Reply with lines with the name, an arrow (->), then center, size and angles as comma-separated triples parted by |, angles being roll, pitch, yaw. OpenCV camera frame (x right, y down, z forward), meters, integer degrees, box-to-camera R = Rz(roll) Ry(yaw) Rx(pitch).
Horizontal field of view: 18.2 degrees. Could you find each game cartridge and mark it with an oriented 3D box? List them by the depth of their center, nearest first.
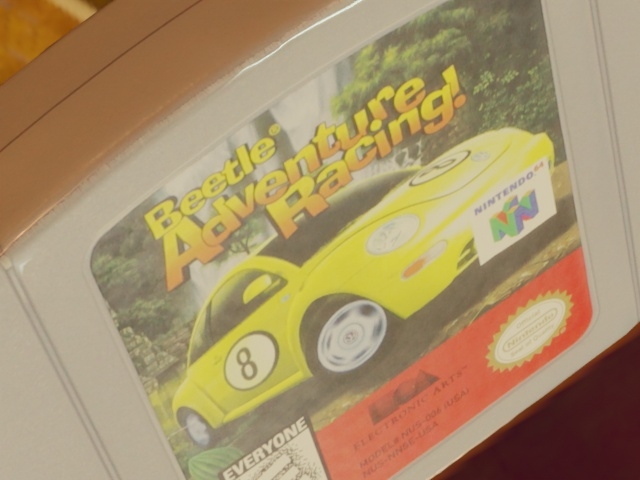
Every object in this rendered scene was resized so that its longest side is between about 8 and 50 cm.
game cartridge -> 0.000, 0.000, 0.556 | 0.294, 0.060, 0.196 | -35, 136, -14
